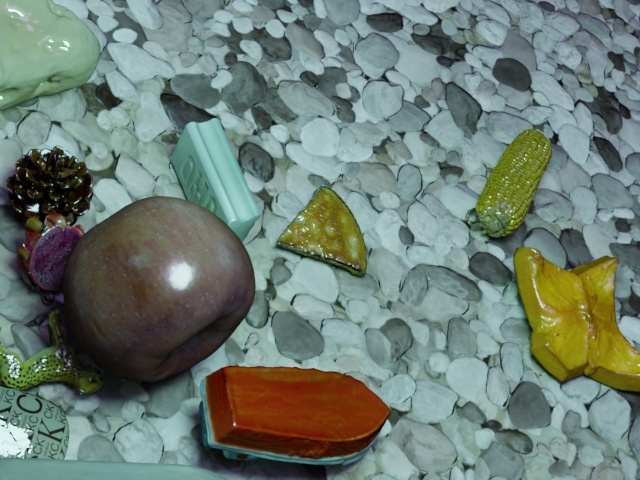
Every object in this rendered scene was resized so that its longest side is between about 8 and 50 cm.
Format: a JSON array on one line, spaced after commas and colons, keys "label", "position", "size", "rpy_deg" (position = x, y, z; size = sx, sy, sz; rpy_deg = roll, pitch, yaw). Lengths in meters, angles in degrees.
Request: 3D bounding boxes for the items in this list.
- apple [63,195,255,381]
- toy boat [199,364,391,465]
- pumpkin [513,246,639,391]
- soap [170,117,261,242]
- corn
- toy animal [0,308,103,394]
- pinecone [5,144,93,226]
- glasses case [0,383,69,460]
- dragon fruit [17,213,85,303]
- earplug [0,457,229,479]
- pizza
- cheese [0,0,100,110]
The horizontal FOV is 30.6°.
[{"label": "apple", "position": [-0.240, 0.064, 1.733], "size": [0.306, 0.305, 0.235], "rpy_deg": [-28, 72, -36]}, {"label": "toy boat", "position": [-0.039, 0.282, 1.808], "size": [0.332, 0.133, 0.145], "rpy_deg": [10, 50, -33]}, {"label": "pumpkin", "position": [0.487, 0.153, 2.159], "size": [0.258, 0.095, 0.290], "rpy_deg": [1, 63, -31]}, {"label": "soap", "position": [-0.179, -0.092, 1.972], "size": [0.066, 0.119, 0.198], "rpy_deg": [-11, 66, -32]}, {"label": "corn", "position": [0.377, -0.113, 2.277], "size": [0.106, 0.106, 0.293], "rpy_deg": [36, 47, -1]}, {"label": "toy animal", "position": [-0.423, 0.183, 1.712], "size": [0.181, 0.073, 0.136], "rpy_deg": [-13, 74, -36]}, {"label": "pinecone", "position": [-0.424, -0.084, 1.848], "size": [0.140, 0.121, 0.140], "rpy_deg": [9, 65, -20]}, {"label": "glasses case", "position": [-0.523, 0.247, 1.609], "size": [0.355, 0.085, 0.137], "rpy_deg": [18, 57, -15]}, {"label": "dragon fruit", "position": [-0.418, 0.018, 1.812], "size": [0.112, 0.126, 0.068], "rpy_deg": [-32, 35, -31]}, {"label": "earplug", "position": [-0.250, 0.437, 1.489], "size": [0.394, 0.312, 0.312], "rpy_deg": [6, 58, -27]}, {"label": "pizza", "position": [0.000, 0.000, 2.055], "size": [0.176, 0.036, 0.184], "rpy_deg": [-25, 75, -34]}, {"label": "cheese", "position": [-0.509, -0.344, 1.936], "size": [0.251, 0.173, 0.248], "rpy_deg": [-15, 77, -32]}]
